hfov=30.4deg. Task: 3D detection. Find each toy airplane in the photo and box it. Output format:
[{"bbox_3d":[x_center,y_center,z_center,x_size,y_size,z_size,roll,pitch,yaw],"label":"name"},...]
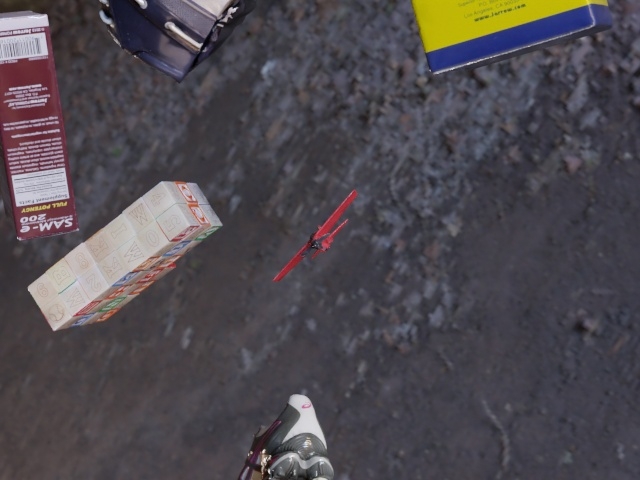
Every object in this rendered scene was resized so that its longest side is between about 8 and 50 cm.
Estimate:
[{"bbox_3d":[0.000,0.000,1.439,0.151,0.028,0.151,-48,1,1],"label":"toy airplane"}]

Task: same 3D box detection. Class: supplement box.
[{"bbox_3d":[-0.331,-0.132,1.319,0.130,0.073,0.239,-149,51,-66],"label":"supplement box"},{"bbox_3d":[0.191,-0.390,1.359,0.195,0.357,0.194,-14,4,21],"label":"supplement box"}]

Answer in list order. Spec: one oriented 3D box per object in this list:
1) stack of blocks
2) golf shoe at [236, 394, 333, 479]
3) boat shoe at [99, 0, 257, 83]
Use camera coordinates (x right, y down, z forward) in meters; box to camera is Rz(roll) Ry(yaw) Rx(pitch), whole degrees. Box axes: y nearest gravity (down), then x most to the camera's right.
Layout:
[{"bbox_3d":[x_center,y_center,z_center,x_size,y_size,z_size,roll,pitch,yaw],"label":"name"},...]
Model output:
[{"bbox_3d":[-0.309,0.024,1.926,0.297,0.087,0.171,-36,-9,16],"label":"stack of blocks"},{"bbox_3d":[-0.059,0.311,1.527,0.273,0.105,0.120,-53,30,43],"label":"golf shoe"},{"bbox_3d":[-0.258,-0.340,1.479,0.158,0.340,0.127,-51,4,33],"label":"boat shoe"}]
